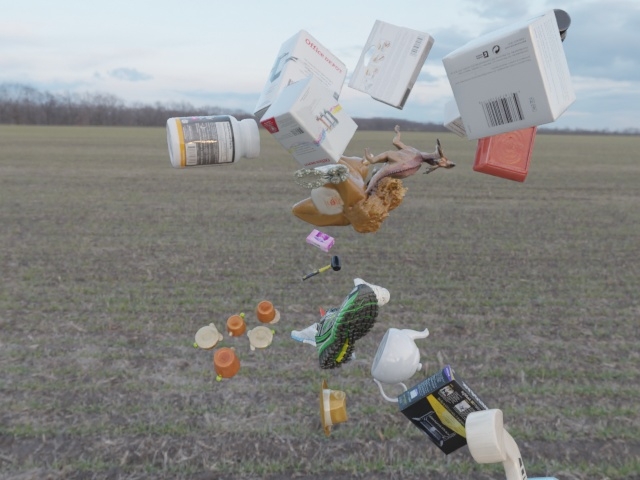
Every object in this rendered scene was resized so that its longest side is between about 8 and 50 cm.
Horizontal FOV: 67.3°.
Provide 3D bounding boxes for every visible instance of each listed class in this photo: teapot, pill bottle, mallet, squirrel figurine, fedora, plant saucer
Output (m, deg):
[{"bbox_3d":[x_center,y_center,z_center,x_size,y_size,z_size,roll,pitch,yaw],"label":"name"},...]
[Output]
[{"bbox_3d":[0.338,0.515,2.056,0.187,0.256,0.252,24,38,4],"label":"teapot"},{"bbox_3d":[-0.349,-0.323,1.569,0.278,0.162,0.162,-9,16,-22],"label":"pill bottle"},{"bbox_3d":[0.850,-0.763,1.820,0.122,0.123,0.219,1,-13,1],"label":"pill bottle"},{"bbox_3d":[0.004,0.117,2.014,0.189,0.039,0.062,-21,44,27],"label":"mallet"},{"bbox_3d":[0.142,-0.209,1.984,0.397,0.281,0.370,28,33,8],"label":"squirrel figurine"},{"bbox_3d":[0.046,0.541,1.563,0.079,0.194,0.194,-6,13,6],"label":"fedora"},{"bbox_3d":[0.744,-0.379,1.904,0.258,0.259,0.047,9,3,-19],"label":"plant saucer"}]

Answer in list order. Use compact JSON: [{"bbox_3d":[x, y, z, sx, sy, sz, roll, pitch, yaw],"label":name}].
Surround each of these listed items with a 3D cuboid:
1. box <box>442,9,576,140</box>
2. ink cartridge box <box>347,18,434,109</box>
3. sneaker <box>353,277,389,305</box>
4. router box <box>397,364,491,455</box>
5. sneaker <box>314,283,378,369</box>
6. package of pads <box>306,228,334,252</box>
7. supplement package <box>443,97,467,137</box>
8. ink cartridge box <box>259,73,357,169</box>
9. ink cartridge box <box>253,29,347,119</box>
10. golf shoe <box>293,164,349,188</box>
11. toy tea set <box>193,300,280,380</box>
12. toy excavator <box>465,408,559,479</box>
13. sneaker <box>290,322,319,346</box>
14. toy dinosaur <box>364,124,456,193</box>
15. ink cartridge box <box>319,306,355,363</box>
[{"bbox_3d":[0.364,-0.312,0.931,0.181,0.182,0.119,-4,27,49],"label":"box"},{"bbox_3d":[0.260,-0.662,1.811,0.239,0.275,0.060,32,15,30],"label":"ink cartridge box"},{"bbox_3d":[0.209,0.207,1.946,0.123,0.106,0.290,-14,-21,12],"label":"sneaker"},{"bbox_3d":[0.480,0.643,1.812,0.243,0.309,0.081,-37,20,17],"label":"router box"},{"bbox_3d":[0.059,0.250,1.489,0.134,0.344,0.146,3,43,-32],"label":"sneaker"},{"bbox_3d":[0.000,0.000,1.564,0.083,0.032,0.050,26,57,23],"label":"package of pads"},{"bbox_3d":[0.536,-0.461,1.692,0.105,0.105,0.179,22,-27,-29],"label":"supplement package"},{"bbox_3d":[-0.025,-0.280,1.165,0.128,0.127,0.176,-1,-37,50],"label":"ink cartridge box"},{"bbox_3d":[-0.056,-0.476,1.527,0.211,0.289,0.121,31,-23,-33],"label":"ink cartridge box"},{"bbox_3d":[0.004,-0.206,1.526,0.176,0.069,0.086,-3,18,6],"label":"golf shoe"},{"bbox_3d":[-0.288,0.369,1.792,0.336,0.124,0.200,-26,59,-19],"label":"toy tea set"},{"bbox_3d":[0.547,0.693,1.291,0.222,0.445,0.433,-26,-31,34],"label":"toy excavator"},{"bbox_3d":[-0.032,0.346,1.796,0.190,0.083,0.071,3,-8,42],"label":"sneaker"},{"bbox_3d":[0.257,-0.228,1.413,0.200,0.127,0.295,26,48,35],"label":"toy dinosaur"},{"bbox_3d":[0.078,0.422,2.209,0.066,0.189,0.232,-28,33,14],"label":"ink cartridge box"}]
